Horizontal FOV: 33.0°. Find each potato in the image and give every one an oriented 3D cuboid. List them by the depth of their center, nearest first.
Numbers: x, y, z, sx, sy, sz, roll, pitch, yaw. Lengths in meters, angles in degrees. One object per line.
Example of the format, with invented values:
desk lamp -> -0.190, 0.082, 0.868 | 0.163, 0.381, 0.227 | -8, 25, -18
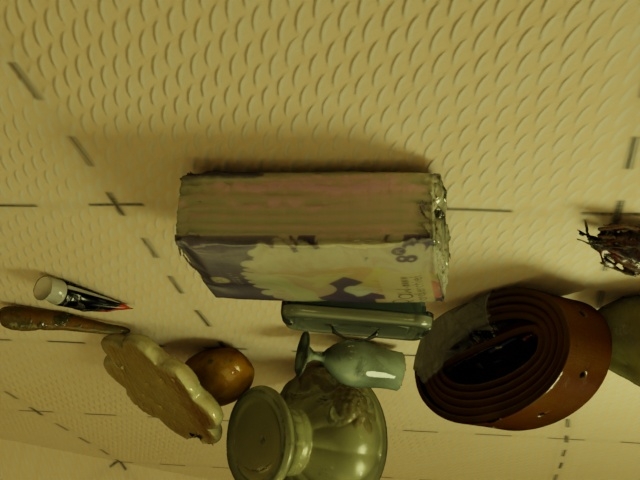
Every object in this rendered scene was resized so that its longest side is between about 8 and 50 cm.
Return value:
potato -> 0.541, 0.164, 1.705 | 0.235, 0.160, 0.178 | 12, 123, 20

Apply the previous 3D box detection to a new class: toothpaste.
toothpaste -> -0.423, 0.106, 1.928 | 0.071, 0.045, 0.193 | -8, 160, 31

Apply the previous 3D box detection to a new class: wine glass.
wine glass -> 0.059, 0.234, 2.062 | 0.202, 0.093, 0.093 | 13, 157, -12

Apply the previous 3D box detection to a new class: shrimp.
shrimp -> 0.420, 0.011, 1.466 | 0.190, 0.074, 0.073 | 8, -169, -25

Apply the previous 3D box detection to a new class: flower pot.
flower pot -> -0.036, 0.404, 2.203 | 0.244, 0.307, 0.307 | 8, 161, -40

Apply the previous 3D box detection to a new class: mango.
mango -> -0.212, 0.278, 2.213 | 0.147, 0.109, 0.227 | 15, 154, -10

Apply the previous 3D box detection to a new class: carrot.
carrot -> -0.492, 0.159, 2.072 | 0.254, 0.049, 0.049 | 8, 158, -16

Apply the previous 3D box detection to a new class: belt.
belt -> 0.301, 0.194, 1.751 | 0.122, 0.217, 0.339 | 14, 153, -36

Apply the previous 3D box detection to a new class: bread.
bread -> -0.319, 0.297, 2.188 | 0.316, 0.054, 0.316 | 29, 148, 21

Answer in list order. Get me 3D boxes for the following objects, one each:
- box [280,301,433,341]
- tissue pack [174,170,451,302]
box -> 0.057, 0.088, 1.632 | 0.227, 0.130, 0.162 | 6, 167, 2
tissue pack -> 0.000, 0.000, 1.450 | 0.344, 0.125, 0.242 | 1, 158, 10
